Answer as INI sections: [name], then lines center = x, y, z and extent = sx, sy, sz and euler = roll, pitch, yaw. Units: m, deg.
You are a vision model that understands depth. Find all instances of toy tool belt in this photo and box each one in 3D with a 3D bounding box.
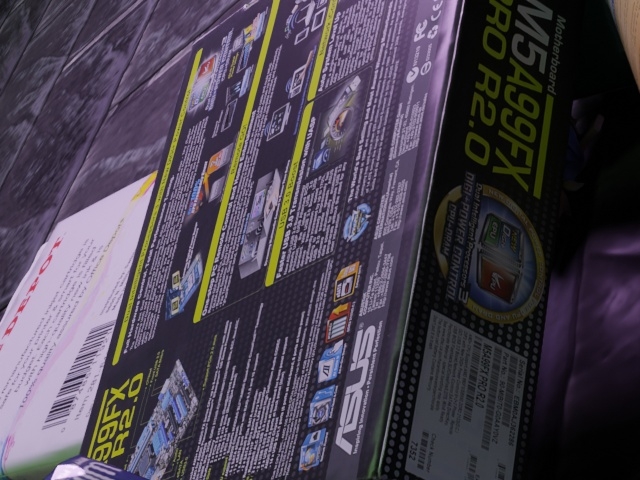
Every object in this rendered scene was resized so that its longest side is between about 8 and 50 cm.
[toy tool belt]
center = 0.092, -0.027, 0.728
extent = 0.083, 0.052, 0.051
euler = -47, 18, -21

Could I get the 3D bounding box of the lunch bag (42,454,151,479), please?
[lunch bag]
center = -0.139, 0.205, 0.381
extent = 0.256, 0.212, 0.305
euler = -2, 45, 43

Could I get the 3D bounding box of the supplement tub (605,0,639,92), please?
[supplement tub]
center = 0.170, -0.075, 0.512
extent = 0.144, 0.144, 0.199
euler = -43, 23, 24

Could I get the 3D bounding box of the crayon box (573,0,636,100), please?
[crayon box]
center = 0.092, -0.229, 0.795
extent = 0.083, 0.203, 0.323
euler = -13, 31, 19

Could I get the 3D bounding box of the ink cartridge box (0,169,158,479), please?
[ink cartridge box]
center = -0.084, 0.067, 0.860
extent = 0.278, 0.117, 0.201
euler = -22, 37, 53

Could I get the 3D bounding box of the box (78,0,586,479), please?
[box]
center = 0.000, 0.000, 0.618
extent = 0.216, 0.060, 0.270
euler = -28, 42, 48
